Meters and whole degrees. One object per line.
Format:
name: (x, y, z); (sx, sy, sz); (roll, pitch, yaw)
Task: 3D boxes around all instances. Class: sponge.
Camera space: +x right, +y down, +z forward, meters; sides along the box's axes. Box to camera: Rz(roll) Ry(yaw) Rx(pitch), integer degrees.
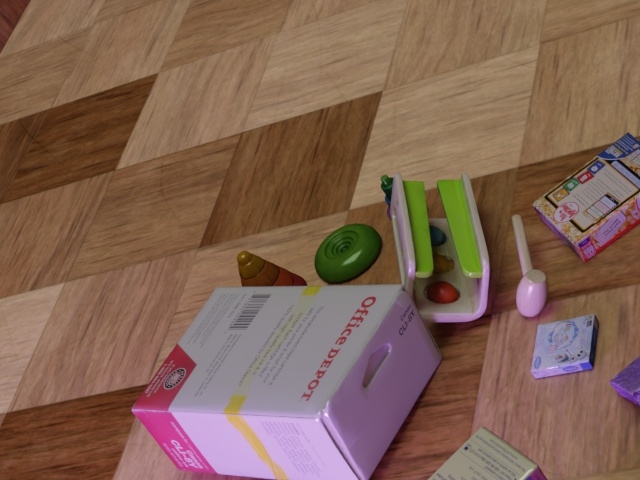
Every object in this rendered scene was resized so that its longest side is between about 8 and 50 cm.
sponge: (0.486, 0.141, 1.968); (0.210, 0.031, 0.117); (-39, 4, -3)

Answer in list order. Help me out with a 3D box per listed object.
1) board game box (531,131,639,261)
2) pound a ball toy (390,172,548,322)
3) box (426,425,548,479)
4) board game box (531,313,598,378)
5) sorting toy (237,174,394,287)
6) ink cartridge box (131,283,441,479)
board game box: (0.444, -0.070, 2.290); (0.193, 0.045, 0.147); (-36, 34, 0)
pound a ball toy: (0.225, 0.027, 2.319); (0.208, 0.135, 0.319); (0, 34, -4)
box: (0.192, 0.394, 1.801); (0.243, 0.213, 0.117); (-42, 34, -10)
board game box: (0.352, 0.152, 2.126); (0.090, 0.020, 0.090); (-13, 41, 29)
sorting toy: (0.000, 0.000, 2.522); (0.365, 0.126, 0.127); (-32, 34, 7)
ink cartridge box: (-0.050, 0.215, 2.258); (0.385, 0.160, 0.279); (-2, 40, 40)
